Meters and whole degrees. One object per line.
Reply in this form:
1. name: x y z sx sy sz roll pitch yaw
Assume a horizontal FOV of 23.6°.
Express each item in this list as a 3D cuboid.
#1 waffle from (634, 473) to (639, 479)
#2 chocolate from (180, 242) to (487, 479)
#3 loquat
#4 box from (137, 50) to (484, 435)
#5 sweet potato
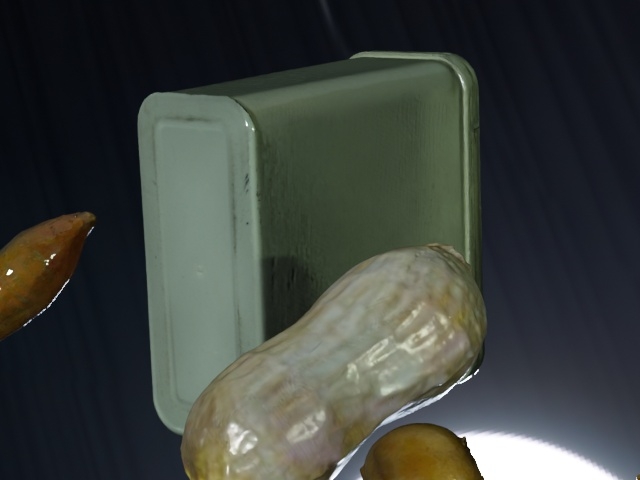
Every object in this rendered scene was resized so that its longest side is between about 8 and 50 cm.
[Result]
1. waffle: 0.386 0.374 1.586 0.069 0.293 0.260 0 138 -31
2. chocolate: 0.021 0.106 1.212 0.309 0.134 0.134 -37 177 -32
3. loquat: 0.116 0.272 1.723 0.141 0.141 0.141 -17 165 -5
4. box: 0.000 0.000 1.525 0.177 0.352 0.343 8 -165 40
5. sweet potato: -0.132 0.021 0.654 0.095 0.034 0.034 -46 162 3
